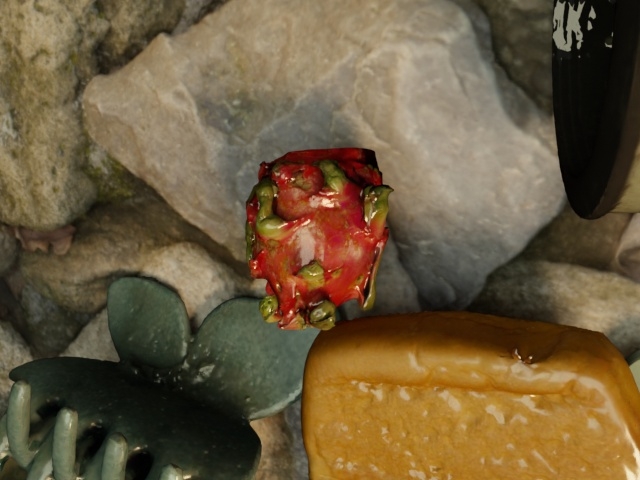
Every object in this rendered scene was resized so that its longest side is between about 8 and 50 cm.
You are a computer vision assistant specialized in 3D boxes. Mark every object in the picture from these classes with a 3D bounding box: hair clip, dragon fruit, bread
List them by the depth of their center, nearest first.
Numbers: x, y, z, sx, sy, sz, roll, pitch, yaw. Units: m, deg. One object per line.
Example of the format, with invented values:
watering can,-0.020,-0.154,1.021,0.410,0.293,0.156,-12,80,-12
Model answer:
bread,0.148,0.222,0.582,0.337,0.148,0.328,-5,96,27
dragon fruit,0.000,0.000,0.589,0.166,0.160,0.172,-6,86,55
hair clip,-0.193,0.221,0.658,0.318,0.238,0.392,21,106,18

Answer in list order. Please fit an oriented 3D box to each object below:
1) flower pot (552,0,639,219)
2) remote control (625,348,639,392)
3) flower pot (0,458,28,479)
flower pot,0.340,-0.159,0.394,0.330,0.293,0.294,1,99,12
remote control,0.326,0.220,0.577,0.097,0.045,0.256,5,104,27
flower pot,-0.317,0.454,0.776,0.367,0.164,0.254,34,119,7
